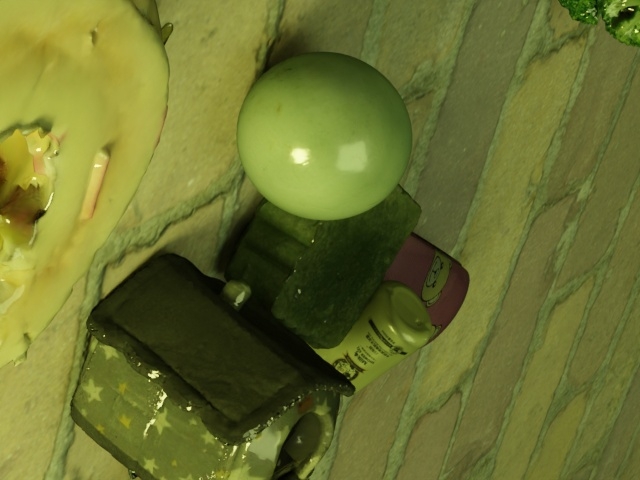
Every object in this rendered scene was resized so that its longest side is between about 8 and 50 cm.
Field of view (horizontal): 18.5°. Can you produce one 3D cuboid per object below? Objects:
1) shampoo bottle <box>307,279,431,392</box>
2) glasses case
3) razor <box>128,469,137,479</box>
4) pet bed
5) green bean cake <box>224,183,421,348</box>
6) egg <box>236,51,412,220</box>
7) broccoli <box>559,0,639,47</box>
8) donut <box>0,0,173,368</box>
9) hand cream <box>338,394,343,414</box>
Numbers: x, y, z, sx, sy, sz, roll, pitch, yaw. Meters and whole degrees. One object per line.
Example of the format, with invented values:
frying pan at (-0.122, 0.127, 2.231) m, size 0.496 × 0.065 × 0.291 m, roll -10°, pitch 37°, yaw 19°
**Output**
shampoo bottle at (0.036, 0.111, 2.040) m, size 0.162 × 0.079 × 0.079 m, roll -37°, pitch 169°, yaw 31°
glasses case at (0.086, 0.052, 2.179) m, size 0.123 × 0.076 × 0.316 m, roll -53°, pitch 156°, yaw 5°
razor at (-0.130, 0.160, 1.938) m, size 0.253 × 0.042 × 0.082 m, roll -22°, pitch 98°, yaw -56°
pet bed at (-0.090, 0.124, 1.747) m, size 0.183 × 0.211 × 0.159 m, roll -19°, pitch 139°, yaw -52°
green bean cake at (0.000, 0.000, 1.922) m, size 0.183 × 0.094 × 0.185 m, roll -56°, pitch 157°, yaw -3°
egg at (0.005, -0.092, 1.743) m, size 0.149 × 0.149 × 0.192 m, roll -63°, pitch 158°, yaw 13°
broccoli at (0.375, -0.318, 2.126) m, size 0.261 × 0.241 × 0.269 m, roll -32°, pitch 122°, yaw -10°
donut at (-0.235, -0.085, 1.271) m, size 0.307 × 0.150 × 0.371 m, roll -52°, pitch 157°, yaw -15°
hand cream at (-0.019, 0.140, 2.128) m, size 0.084 × 0.050 × 0.257 m, roll -48°, pitch 152°, yaw -15°
